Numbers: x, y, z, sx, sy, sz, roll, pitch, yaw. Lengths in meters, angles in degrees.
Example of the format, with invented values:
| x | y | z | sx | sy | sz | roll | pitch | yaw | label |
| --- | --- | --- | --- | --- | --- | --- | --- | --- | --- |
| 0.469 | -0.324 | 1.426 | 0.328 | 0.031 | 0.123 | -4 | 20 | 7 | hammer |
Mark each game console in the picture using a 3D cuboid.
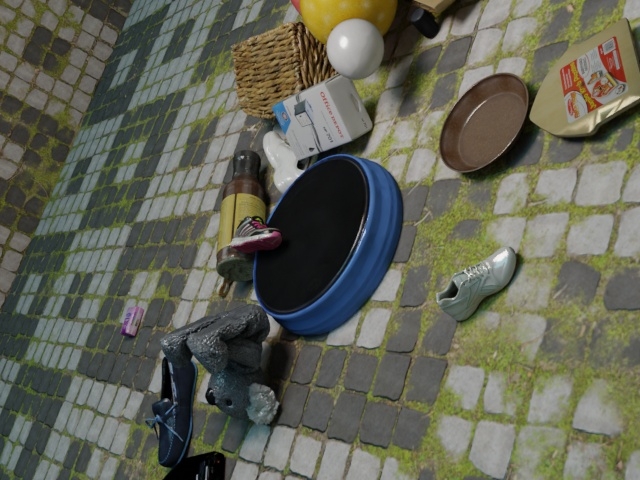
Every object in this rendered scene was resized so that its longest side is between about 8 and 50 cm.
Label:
| x | y | z | sx | sy | sz | roll | pitch | yaw | label |
| --- | --- | --- | --- | --- | --- | --- | --- | --- | --- |
| -0.276 | 0.608 | 1.644 | 0.213 | 0.044 | 0.361 | -35 | 40 | 37 | game console |

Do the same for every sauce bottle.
| x | y | z | sx | sy | sz | roll | pitch | yaw | label |
| --- | --- | --- | --- | --- | --- | --- | --- | --- | --- |
| -0.182 | -0.068 | 1.955 | 0.111 | 0.111 | 0.344 | -32 | 42 | 38 | sauce bottle |

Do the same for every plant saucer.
| x | y | z | sx | sy | sz | roll | pitch | yaw | label |
| --- | --- | --- | --- | --- | --- | --- | --- | --- | --- |
| 0.296 | -0.203 | 1.462 | 0.198 | 0.036 | 0.198 | -35 | 41 | 36 | plant saucer |

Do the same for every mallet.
| x | y | z | sx | sy | sz | roll | pitch | yaw | label |
| --- | --- | --- | --- | --- | --- | --- | --- | --- | --- |
| 0.266 | -0.505 | 1.703 | 0.189 | 0.062 | 0.039 | -45 | 37 | 23 | mallet |

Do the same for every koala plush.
| x | y | z | sx | sy | sz | roll | pitch | yaw | label |
| --- | --- | --- | --- | --- | --- | --- | --- | --- | --- |
| -0.169 | 0.257 | 1.637 | 0.196 | 0.203 | 0.221 | -7 | 104 | 54 | koala plush |

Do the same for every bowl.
| x | y | z | sx | sy | sz | roll | pitch | yaw | label |
| --- | --- | --- | --- | --- | --- | --- | --- | --- | --- |
| 0.000 | 0.000 | 1.683 | 0.391 | 0.077 | 0.391 | -34 | 41 | 36 | bowl |

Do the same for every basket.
| x | y | z | sx | sy | sz | roll | pitch | yaw | label |
| --- | --- | --- | --- | --- | --- | --- | --- | --- | --- |
| -0.050 | -0.412 | 2.045 | 0.299 | 0.223 | 0.213 | -2 | 98 | 54 | basket |

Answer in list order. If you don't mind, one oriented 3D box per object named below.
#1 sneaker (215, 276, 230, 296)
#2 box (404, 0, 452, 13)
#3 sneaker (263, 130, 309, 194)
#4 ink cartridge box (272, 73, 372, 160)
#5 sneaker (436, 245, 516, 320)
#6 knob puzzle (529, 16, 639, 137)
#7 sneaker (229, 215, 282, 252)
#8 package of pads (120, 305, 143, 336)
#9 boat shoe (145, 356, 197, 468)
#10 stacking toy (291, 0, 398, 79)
| x | y | z | sx | sy | sz | roll | pitch | yaw | label |
| --- | --- | --- | --- | --- | --- | --- | --- | --- | --- |
| -0.229 | 0.091 | 1.971 | 0.037 | 0.032 | 0.083 | 27 | 89 | 57 | sneaker |
| 0.277 | -0.554 | 1.705 | 0.201 | 0.021 | 0.164 | -41 | 31 | 1 | box |
| -0.070 | -0.195 | 1.942 | 0.094 | 0.080 | 0.212 | -36 | 46 | 17 | sneaker |
| 0.002 | -0.271 | 1.811 | 0.082 | 0.139 | 0.191 | -34 | 13 | -37 | ink cartridge box |
| 0.247 | 0.065 | 1.307 | 0.152 | 0.061 | 0.053 | -48 | 33 | 18 | sneaker |
| 0.423 | -0.238 | 1.318 | 0.213 | 0.030 | 0.213 | -33 | 43 | 37 | knob puzzle |
| -0.135 | -0.020 | 1.753 | 0.170 | 0.063 | 0.074 | -10 | 64 | 56 | sneaker |
| -0.522 | 0.224 | 2.278 | 0.050 | 0.032 | 0.083 | -16 | 54 | 52 | package of pads |
| -0.347 | 0.384 | 1.863 | 0.109 | 0.089 | 0.258 | -36 | 40 | 34 | boat shoe |
| 0.066 | -0.527 | 1.769 | 0.350 | 0.351 | 0.480 | -37 | 46 | 34 | stacking toy |
